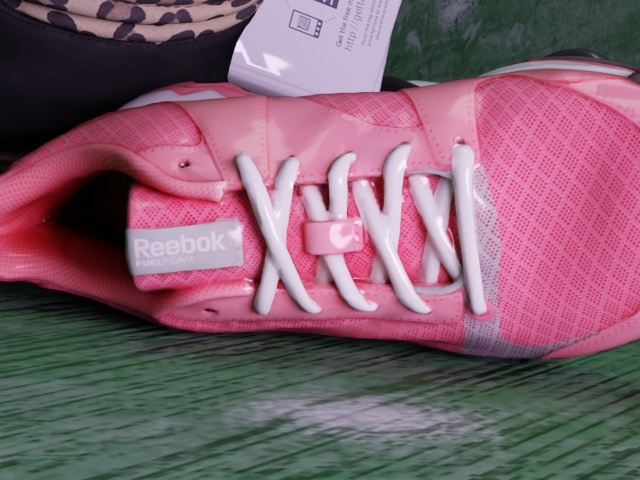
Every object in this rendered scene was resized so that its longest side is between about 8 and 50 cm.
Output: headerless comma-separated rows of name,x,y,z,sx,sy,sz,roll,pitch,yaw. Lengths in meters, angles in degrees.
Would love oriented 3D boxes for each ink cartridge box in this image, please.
ink cartridge box,-0.129,-0.159,1.086,0.271,0.130,0.309,19,-10,-21

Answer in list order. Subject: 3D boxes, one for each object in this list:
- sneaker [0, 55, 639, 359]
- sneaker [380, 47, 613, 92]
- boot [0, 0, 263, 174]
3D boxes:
sneaker,0.000,0.001,0.616,0.313,0.116,0.136,1,12,37
sneaker,0.123,-0.054,1.110,0.145,0.090,0.270,22,-20,-41
boot,-0.199,-0.130,0.773,0.377,0.138,0.284,20,-25,-10
